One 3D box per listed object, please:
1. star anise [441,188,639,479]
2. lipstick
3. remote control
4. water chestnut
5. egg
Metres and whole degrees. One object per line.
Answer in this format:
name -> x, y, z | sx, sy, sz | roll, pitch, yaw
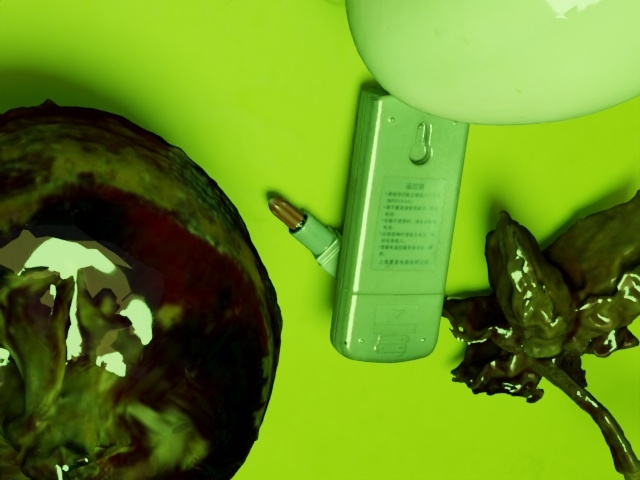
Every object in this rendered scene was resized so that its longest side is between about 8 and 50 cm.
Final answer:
star anise -> 0.237, 0.092, 1.206 | 0.237, 0.148, 0.346 | -36, 109, 8
lipstick -> 0.000, 0.000, 1.148 | 0.030, 0.030, 0.129 | -44, 122, 8
remote control -> 0.066, -0.012, 1.133 | 0.098, 0.038, 0.233 | 0, 106, -25
water chestnut -> -0.184, 0.087, 0.976 | 0.350, 0.302, 0.350 | -7, 114, -15
egg -> 0.166, -0.228, 0.934 | 0.283, 0.283, 0.345 | 32, 112, -29
